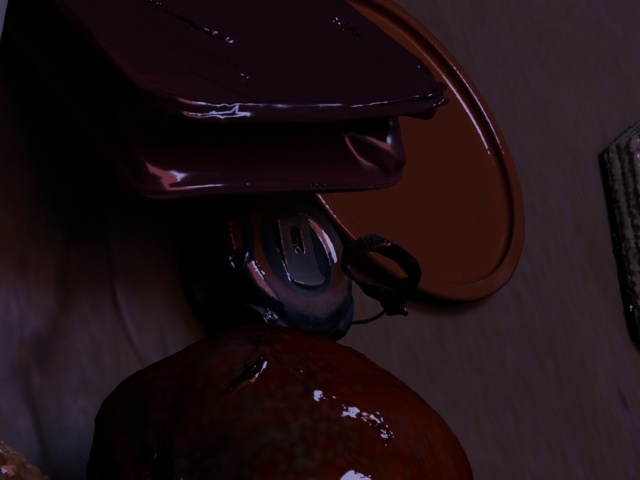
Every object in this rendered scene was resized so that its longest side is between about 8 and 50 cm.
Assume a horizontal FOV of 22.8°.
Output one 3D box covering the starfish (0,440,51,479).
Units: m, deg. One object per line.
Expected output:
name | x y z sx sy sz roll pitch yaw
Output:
starfish | -0.202 0.070 0.627 0.231 0.048 0.295 6 53 -45

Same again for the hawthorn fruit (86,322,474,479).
hawthorn fruit | -0.001 0.139 0.724 0.235 0.181 0.181 27 45 -40

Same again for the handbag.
handbag | -0.064 -0.107 0.857 0.203 0.074 0.216 -7 43 -43

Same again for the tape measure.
tape measure | 0.004 -0.001 0.838 0.104 0.180 0.107 -16 77 -37

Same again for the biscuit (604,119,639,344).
biscuit | 0.295 -0.005 1.283 0.147 0.046 0.250 28 45 -34

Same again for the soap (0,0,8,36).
soap | -0.264 -0.078 0.537 0.289 0.173 0.095 19 51 -22

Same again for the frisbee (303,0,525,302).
frisbee | 0.050 -0.070 1.066 0.251 0.021 0.250 29 45 -34
